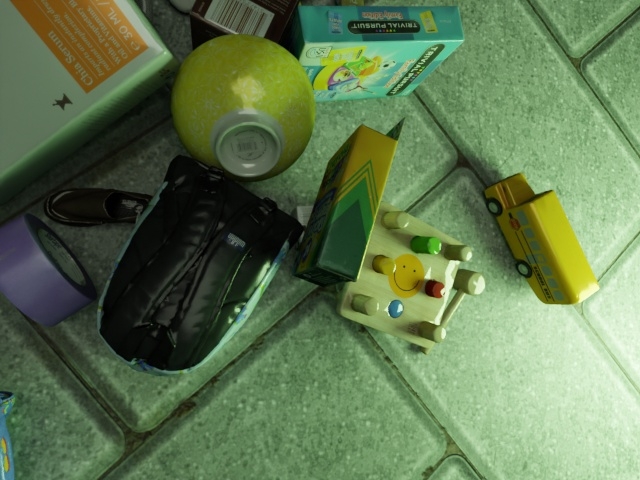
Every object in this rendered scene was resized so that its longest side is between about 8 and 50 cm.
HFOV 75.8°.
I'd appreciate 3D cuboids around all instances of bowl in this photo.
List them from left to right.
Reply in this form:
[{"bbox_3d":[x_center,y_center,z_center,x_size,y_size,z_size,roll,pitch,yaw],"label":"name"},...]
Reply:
[{"bbox_3d":[-0.140,-0.211,0.778,0.289,0.290,0.156,2,44,-15],"label":"bowl"}]

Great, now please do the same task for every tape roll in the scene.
[{"bbox_3d":[-0.488,0.052,0.721,0.080,0.189,0.189,-36,93,-15],"label":"tape roll"}]

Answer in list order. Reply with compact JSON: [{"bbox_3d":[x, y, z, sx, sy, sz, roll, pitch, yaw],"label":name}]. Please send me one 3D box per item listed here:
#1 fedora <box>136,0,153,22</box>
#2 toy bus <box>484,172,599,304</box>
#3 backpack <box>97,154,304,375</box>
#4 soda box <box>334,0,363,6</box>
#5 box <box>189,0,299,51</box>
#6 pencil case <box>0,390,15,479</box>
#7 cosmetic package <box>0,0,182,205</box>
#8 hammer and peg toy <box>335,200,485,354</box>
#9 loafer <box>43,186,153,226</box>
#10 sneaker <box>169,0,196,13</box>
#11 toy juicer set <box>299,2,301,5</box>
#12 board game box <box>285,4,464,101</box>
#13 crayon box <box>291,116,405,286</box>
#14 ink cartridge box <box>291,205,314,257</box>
[{"bbox_3d":[-0.455,-0.439,0.821,0.243,0.124,0.276,0,96,-12],"label":"fedora"},{"bbox_3d":[0.549,-0.009,1.033,0.108,0.130,0.333,-25,90,-16],"label":"toy bus"},{"bbox_3d":[-0.241,0.076,0.771,0.290,0.273,0.356,28,57,-12],"label":"backpack"},{"bbox_3d":[0.070,-0.565,1.012,0.058,0.061,0.182,1,83,-15],"label":"soda box"},{"bbox_3d":[-0.159,-0.437,0.861,0.168,0.203,0.167,23,78,-11],"label":"box"},{"bbox_3d":[-0.573,0.411,0.687,0.133,0.119,0.307,-9,85,14],"label":"pencil case"},{"bbox_3d":[-0.493,-0.268,0.692,0.453,0.161,0.230,-37,105,2],"label":"cosmetic package"},{"bbox_3d":[0.223,0.104,0.903,0.361,0.127,0.266,25,81,-23],"label":"hammer and peg toy"},{"bbox_3d":[-0.425,-0.073,0.810,0.219,0.078,0.080,-2,84,-15],"label":"loafer"},{"bbox_3d":[-0.315,-0.609,0.862,0.085,0.086,0.237,-22,124,-18],"label":"sneaker"},{"bbox_3d":[-0.100,-0.651,0.976,0.209,0.089,0.329,14,81,6],"label":"toy juicer set"},{"bbox_3d":[0.092,-0.395,0.897,0.335,0.254,0.079,-9,86,-15],"label":"board game box"},{"bbox_3d":[0.047,-0.078,0.806,0.083,0.203,0.323,22,76,-12],"label":"crayon box"},{"bbox_3d":[0.000,0.000,0.921,0.109,0.063,0.151,-5,84,-17],"label":"ink cartridge box"}]
